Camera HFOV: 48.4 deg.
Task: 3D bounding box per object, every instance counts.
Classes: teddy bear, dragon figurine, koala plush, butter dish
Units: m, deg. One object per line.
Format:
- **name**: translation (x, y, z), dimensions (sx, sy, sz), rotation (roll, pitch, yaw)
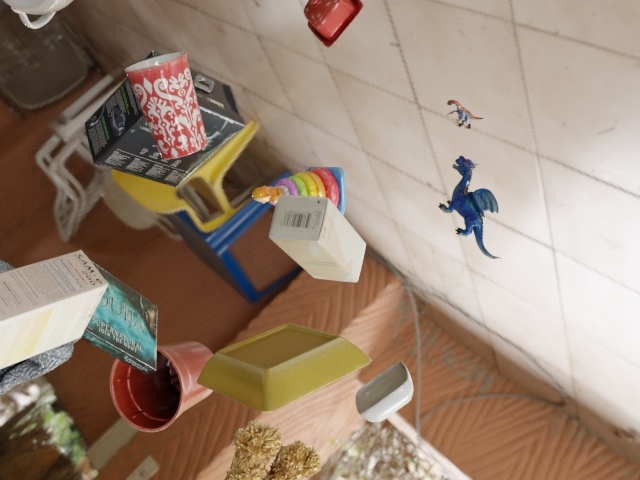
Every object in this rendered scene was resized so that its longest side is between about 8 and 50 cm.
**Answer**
- **teddy bear**: translation (-0.133, 0.476, 1.228), dimensions (0.245, 0.338, 0.113), rotation (51, 170, -27)
- **dragon figurine**: translation (0.415, -0.087, 1.899), dimensions (0.144, 0.085, 0.289), rotation (-43, 71, 42)
- **koala plush**: translation (-0.524, 0.118, 1.151), dimensions (0.221, 0.203, 0.196), rotation (62, 180, -12)
- **butter dish**: translation (0.013, -0.658, 2.014), dimensions (0.118, 0.160, 0.160), rotation (21, -153, -47)

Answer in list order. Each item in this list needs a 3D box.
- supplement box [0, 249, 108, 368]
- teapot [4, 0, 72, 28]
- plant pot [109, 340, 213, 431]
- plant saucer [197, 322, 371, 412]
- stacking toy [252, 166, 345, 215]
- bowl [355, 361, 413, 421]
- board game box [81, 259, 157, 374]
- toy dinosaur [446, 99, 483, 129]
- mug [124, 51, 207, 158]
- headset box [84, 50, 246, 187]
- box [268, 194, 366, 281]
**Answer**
- **supplement box**: translation (-0.197, 0.049, 0.467), dimensions (0.036, 0.098, 0.062), rotation (47, 124, 16)
- **teapot**: translation (-0.646, -0.654, 1.673), dimensions (0.256, 0.187, 0.253), rotation (-9, 107, 24)
- **plant pot**: translation (-0.480, 0.443, 2.279), dimensions (0.272, 0.272, 0.265), rotation (42, -164, 16)
- **plant saucer**: translation (-0.100, 0.296, 1.785), dimensions (0.332, 0.333, 0.081), rotation (7, 110, 51)
- **stacking toy**: translation (-0.078, -0.135, 2.108), dimensions (0.175, 0.302, 0.166), rotation (7, 99, 45)
- **bowl**: translation (0.150, 0.346, 1.602), dimensions (0.053, 0.142, 0.142), rotation (51, -174, -9)
- **board game box**: translation (-0.325, 0.119, 1.121), dimensions (0.186, 0.026, 0.126), rotation (47, -153, -47)
- **toy dinosaur**: translation (0.307, -0.282, 1.555), dimensions (0.047, 0.090, 0.082), rotation (38, 156, 41)
- **mug**: translation (-0.261, -0.251, 1.303), dimensions (0.113, 0.150, 0.169), rotation (5, 120, 38)
- **headset box**: translation (-0.350, -0.274, 1.636), dimensions (0.246, 0.283, 0.131), rotation (14, -133, -50)
- **box**: translation (0.000, 0.000, 1.872), dimensions (0.148, 0.121, 0.311), rotation (4, 160, 25)
